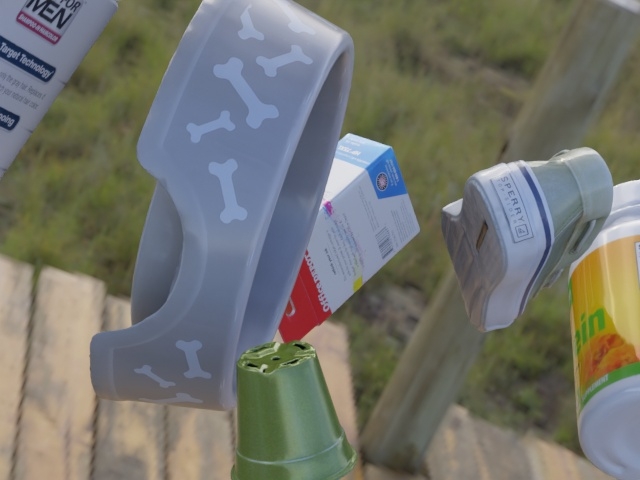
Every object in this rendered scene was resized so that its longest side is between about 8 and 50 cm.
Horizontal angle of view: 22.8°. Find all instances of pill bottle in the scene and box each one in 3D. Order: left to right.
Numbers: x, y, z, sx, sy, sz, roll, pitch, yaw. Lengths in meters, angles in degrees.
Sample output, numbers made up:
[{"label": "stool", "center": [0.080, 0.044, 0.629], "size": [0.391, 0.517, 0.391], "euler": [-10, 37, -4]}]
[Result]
[{"label": "pill bottle", "center": [0.277, 0.069, 1.327], "size": [0.136, 0.136, 0.246], "euler": [19, 45, -15]}]

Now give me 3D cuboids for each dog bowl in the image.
[{"label": "dog bowl", "center": [-0.066, -0.027, 1.226], "size": [0.102, 0.349, 0.349], "euler": [18, 23, 5]}]

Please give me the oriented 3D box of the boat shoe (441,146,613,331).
[{"label": "boat shoe", "center": [0.156, 0.002, 1.208], "size": [0.094, 0.109, 0.302], "euler": [-16, -8, -4]}]

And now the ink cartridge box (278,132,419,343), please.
[{"label": "ink cartridge box", "center": [0.000, 0.000, 1.832], "size": [0.231, 0.134, 0.078], "euler": [-41, 41, -25]}]

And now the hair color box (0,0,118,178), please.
[{"label": "hair color box", "center": [-0.306, -0.072, 1.116], "size": [0.105, 0.347, 0.174], "euler": [36, 2, 16]}]

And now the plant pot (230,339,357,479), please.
[{"label": "plant pot", "center": [-0.023, 0.109, 1.011], "size": [0.083, 0.079, 0.083], "euler": [-8, 18, 3]}]
